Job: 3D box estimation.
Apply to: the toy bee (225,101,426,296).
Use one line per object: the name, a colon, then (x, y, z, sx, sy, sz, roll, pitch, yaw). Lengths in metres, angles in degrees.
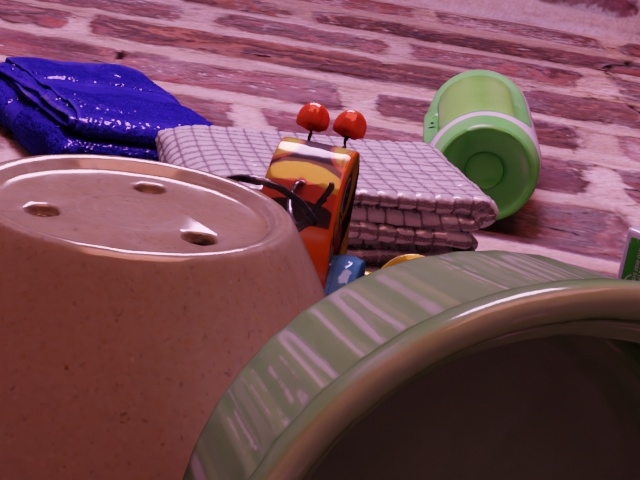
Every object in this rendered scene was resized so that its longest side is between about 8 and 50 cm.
toy bee: (0.000, 0.000, 1.023, 0.195, 0.298, 0.162, 25, 57, -10)

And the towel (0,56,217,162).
towel: (-0.237, -0.142, 1.722, 0.227, 0.076, 0.308, -2, 21, -28)

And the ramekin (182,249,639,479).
ramekin: (0.080, 0.149, 0.650, 0.303, 0.303, 0.148, 4, 11, -16)

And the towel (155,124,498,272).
towel: (-0.004, -0.019, 1.403, 0.283, 0.121, 0.235, 3, 17, -14)

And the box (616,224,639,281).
box: (0.421, 0.062, 1.342, 0.231, 0.127, 0.262, 25, 24, 39)

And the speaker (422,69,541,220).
speaker: (0.185, -0.114, 1.768, 0.131, 0.131, 0.296, 10, 18, 1)

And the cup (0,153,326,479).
cup: (-0.113, 0.090, 0.814, 0.331, 0.237, 0.331, 8, 19, -3)
